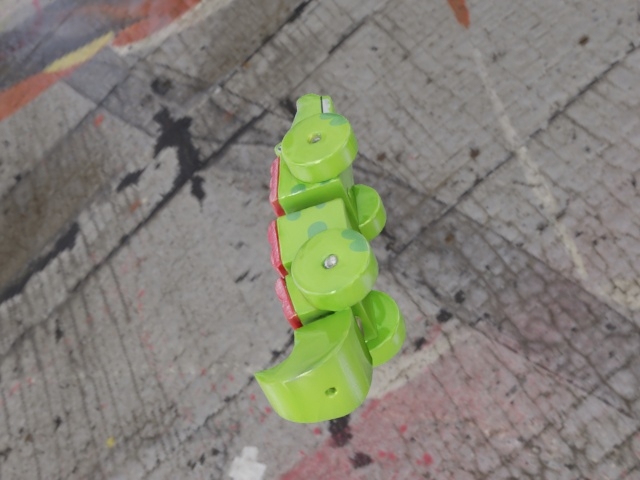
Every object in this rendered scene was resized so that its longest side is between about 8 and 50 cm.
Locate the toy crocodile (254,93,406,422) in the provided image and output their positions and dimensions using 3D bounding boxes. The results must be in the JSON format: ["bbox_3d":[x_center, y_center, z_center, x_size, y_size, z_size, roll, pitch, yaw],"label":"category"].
[{"bbox_3d":[0.000,0.000,0.764,0.105,0.115,0.340,-16,48,11],"label":"toy crocodile"}]
